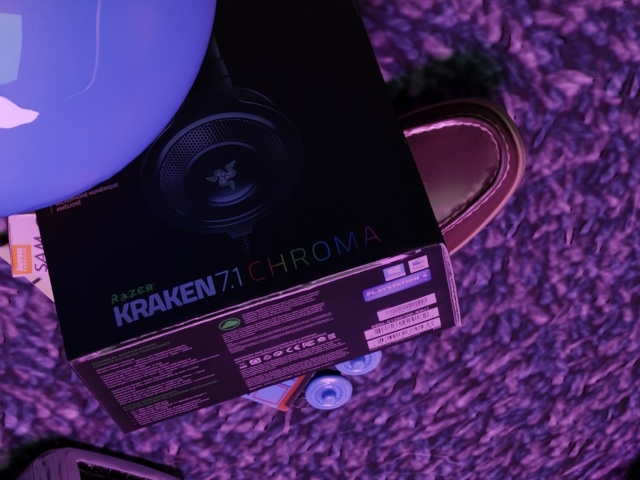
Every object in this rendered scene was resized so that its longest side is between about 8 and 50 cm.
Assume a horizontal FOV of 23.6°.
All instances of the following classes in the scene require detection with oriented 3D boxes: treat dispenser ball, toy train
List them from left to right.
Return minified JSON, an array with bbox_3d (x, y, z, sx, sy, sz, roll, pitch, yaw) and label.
[{"bbox_3d":[-0.203,-0.156,0.883,0.288,0.288,0.288,-9,134,-9],"label":"treat dispenser ball"},{"bbox_3d":[0.001,0.072,1.313,0.105,0.080,0.184,19,124,-24],"label":"toy train"}]

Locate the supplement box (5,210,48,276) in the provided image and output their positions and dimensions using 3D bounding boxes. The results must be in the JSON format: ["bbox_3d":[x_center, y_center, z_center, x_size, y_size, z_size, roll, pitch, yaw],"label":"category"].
[{"bbox_3d":[-0.216,-0.029,1.133,0.036,0.098,0.062,-5,134,-12],"label":"supplement box"}]

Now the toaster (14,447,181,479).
[{"bbox_3d":[-0.208,0.287,1.416,0.227,0.129,0.146,22,120,-31],"label":"toaster"}]

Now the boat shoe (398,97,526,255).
[{"bbox_3d":[0.000,0.000,1.185,0.342,0.123,0.123,-25,93,14],"label":"boat shoe"}]

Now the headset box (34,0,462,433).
[{"bbox_3d":[-0.066,-0.049,1.044,0.246,0.283,0.131,-17,150,0],"label":"headset box"}]

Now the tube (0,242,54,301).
[{"bbox_3d":[-0.135,-0.024,1.198,0.240,0.070,0.062,-32,176,18],"label":"tube"}]
